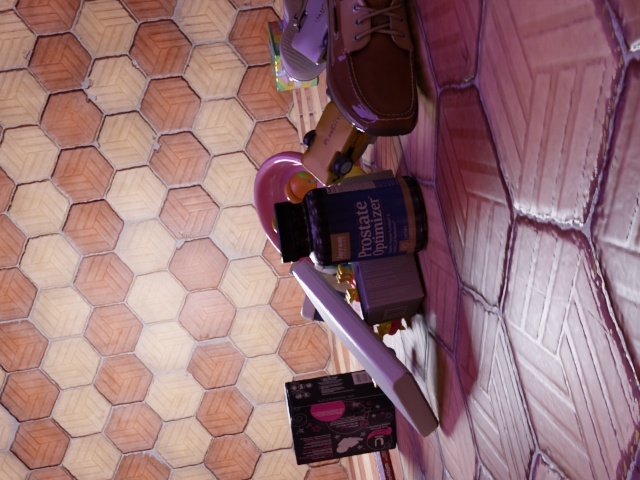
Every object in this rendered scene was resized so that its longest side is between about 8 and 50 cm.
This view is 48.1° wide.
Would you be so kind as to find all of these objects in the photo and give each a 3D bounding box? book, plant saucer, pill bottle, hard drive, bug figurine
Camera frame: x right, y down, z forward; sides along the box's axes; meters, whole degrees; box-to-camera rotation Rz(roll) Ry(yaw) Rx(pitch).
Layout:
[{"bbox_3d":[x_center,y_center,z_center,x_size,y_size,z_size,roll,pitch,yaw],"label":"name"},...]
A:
[{"bbox_3d":[0.112,0.194,1.879,0.096,0.035,0.144,-176,78,-81],"label":"book"},{"bbox_3d":[-0.025,-0.076,1.813,0.332,0.084,0.332,25,132,32],"label":"plant saucer"},{"bbox_3d":[0.042,-0.026,1.103,0.123,0.219,0.122,171,90,-85],"label":"pill bottle"},{"bbox_3d":[0.074,0.182,1.235,0.307,0.040,0.203,45,170,43],"label":"hard drive"},{"bbox_3d":[0.108,0.138,1.426,0.216,0.072,0.279,98,159,-51],"label":"bug figurine"}]

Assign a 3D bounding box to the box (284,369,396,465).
[{"bbox_3d":[0.046,0.429,1.760,0.163,0.248,0.142,-107,10,-61],"label":"box"}]

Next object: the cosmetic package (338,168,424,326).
[{"bbox_3d":[0.099,0.012,1.228,0.127,0.107,0.237,85,171,-67],"label":"cosmetic package"}]

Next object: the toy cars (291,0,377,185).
[{"bbox_3d":[0.041,-0.289,1.203,0.177,0.087,0.393,-7,86,43],"label":"toy cars"}]

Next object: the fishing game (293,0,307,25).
[{"bbox_3d":[0.007,-0.457,1.069,0.264,0.041,0.189,126,156,-50],"label":"fishing game"}]

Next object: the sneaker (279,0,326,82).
[{"bbox_3d":[-0.035,-0.370,1.461,0.161,0.102,0.282,101,173,-45],"label":"sneaker"}]

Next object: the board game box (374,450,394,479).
[{"bbox_3d":[0.168,0.597,1.974,0.145,0.027,0.281,85,174,-55],"label":"board game box"}]

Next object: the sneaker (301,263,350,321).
[{"bbox_3d":[0.059,0.047,1.674,0.131,0.148,0.350,-69,-8,-57],"label":"sneaker"}]

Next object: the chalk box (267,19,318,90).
[{"bbox_3d":[-0.081,-0.563,2.106,0.213,0.132,0.132,89,170,-61],"label":"chalk box"}]

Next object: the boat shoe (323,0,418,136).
[{"bbox_3d":[0.064,-0.289,0.982,0.120,0.123,0.323,98,163,-56],"label":"boat shoe"}]

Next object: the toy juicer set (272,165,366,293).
[{"bbox_3d":[0.000,0.000,1.532,0.089,0.209,0.328,-85,-5,-61],"label":"toy juicer set"}]
